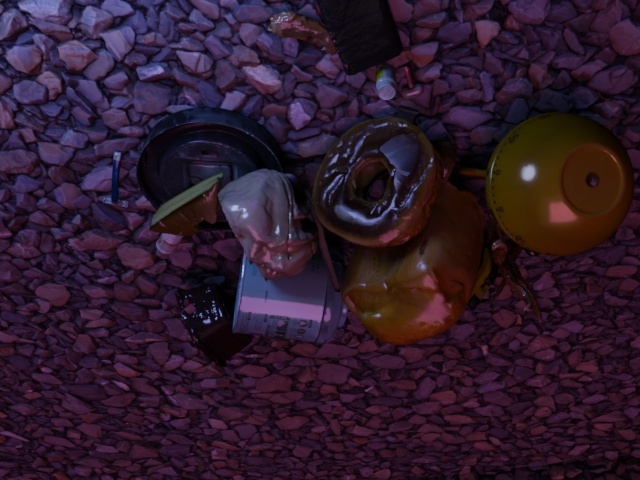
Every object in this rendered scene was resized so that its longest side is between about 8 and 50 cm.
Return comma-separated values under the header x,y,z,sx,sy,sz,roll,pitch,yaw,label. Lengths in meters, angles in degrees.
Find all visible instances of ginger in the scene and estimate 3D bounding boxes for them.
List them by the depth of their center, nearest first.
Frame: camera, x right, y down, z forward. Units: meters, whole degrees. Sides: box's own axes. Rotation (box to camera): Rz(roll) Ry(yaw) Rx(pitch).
x,y,z,sx,sy,sz,roll,pitch,yaw,label
-0.030,-0.457,1.711,0.173,0.051,0.069,20,138,-17,ginger

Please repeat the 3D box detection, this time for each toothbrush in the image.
x,y,z,sx,sy,sz,roll,pitch,yaw,label
0.002,-0.001,2.080,0.026,0.295,0.028,-16,170,-26,toothbrush

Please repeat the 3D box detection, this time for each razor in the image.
x,y,z,sx,sy,sz,roll,pitch,yaw,label
-0.541,-0.155,2.066,0.068,0.037,0.191,10,137,-8,razor

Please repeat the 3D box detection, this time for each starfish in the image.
x,y,z,sx,sy,sz,roll,pitch,yaw,label
0.511,0.036,2.088,0.094,0.327,0.375,-23,99,30,starfish

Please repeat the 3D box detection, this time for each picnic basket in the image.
x,y,z,sx,sy,sz,roll,pitch,yaw,label
-0.314,0.244,2.374,0.129,0.223,0.297,-26,153,0,picnic basket

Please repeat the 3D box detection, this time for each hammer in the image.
x,y,z,sx,sy,sz,roll,pitch,yaw,label
0.208,-0.369,1.819,0.052,0.031,0.083,-14,130,11,hammer

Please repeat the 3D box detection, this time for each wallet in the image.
x,y,z,sx,sy,sz,roll,pitch,yaw,label
0.077,-0.488,1.671,0.146,0.030,0.285,-24,132,4,wallet

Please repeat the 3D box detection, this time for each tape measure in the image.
x,y,z,sx,sy,sz,roll,pitch,yaw,label
0.410,0.077,2.185,0.186,0.199,0.112,-54,144,-1,tape measure

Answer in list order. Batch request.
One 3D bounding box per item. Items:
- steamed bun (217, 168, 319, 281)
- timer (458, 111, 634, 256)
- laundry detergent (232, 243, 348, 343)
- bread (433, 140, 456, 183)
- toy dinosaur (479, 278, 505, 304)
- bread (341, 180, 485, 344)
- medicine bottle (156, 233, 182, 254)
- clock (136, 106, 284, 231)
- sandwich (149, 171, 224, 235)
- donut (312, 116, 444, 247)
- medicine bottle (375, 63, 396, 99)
x,y,z,sx,sy,sz,roll,pitch,yaw,label
-0.110,-0.044,1.920,0.206,0.275,0.320,-29,166,-4,steamed bun
0.554,-0.130,1.883,0.375,0.376,0.387,11,180,-11,timer
-0.079,0.140,2.195,0.305,0.287,0.287,8,138,-7,laundry detergent
0.300,-0.201,1.939,0.060,0.113,0.082,16,143,-4,bread
0.396,0.149,2.332,0.206,0.113,0.327,-12,177,-43,toy dinosaur
0.248,0.082,2.014,0.250,0.394,0.361,39,138,-25,bread
-0.426,-0.007,2.213,0.057,0.057,0.089,22,134,-21,medicine bottle
-0.278,-0.176,2.009,0.385,0.077,0.386,0,137,0,clock
-0.320,-0.083,1.989,0.244,0.090,0.088,-28,126,25,sandwich
0.149,-0.128,1.896,0.330,0.330,0.160,-24,152,26,donut
0.150,-0.362,1.786,0.047,0.083,0.047,2,136,2,medicine bottle
